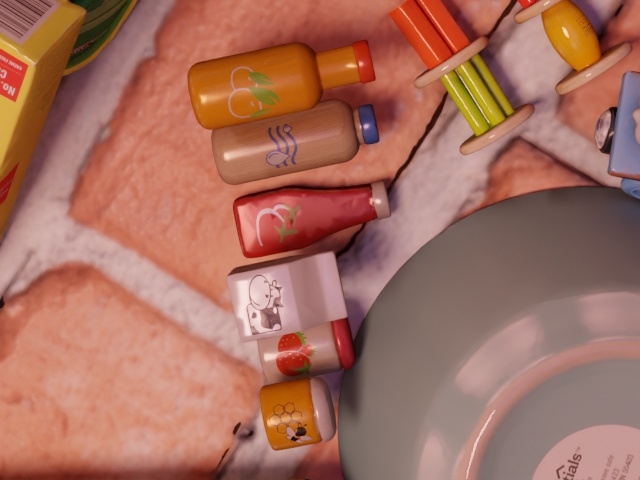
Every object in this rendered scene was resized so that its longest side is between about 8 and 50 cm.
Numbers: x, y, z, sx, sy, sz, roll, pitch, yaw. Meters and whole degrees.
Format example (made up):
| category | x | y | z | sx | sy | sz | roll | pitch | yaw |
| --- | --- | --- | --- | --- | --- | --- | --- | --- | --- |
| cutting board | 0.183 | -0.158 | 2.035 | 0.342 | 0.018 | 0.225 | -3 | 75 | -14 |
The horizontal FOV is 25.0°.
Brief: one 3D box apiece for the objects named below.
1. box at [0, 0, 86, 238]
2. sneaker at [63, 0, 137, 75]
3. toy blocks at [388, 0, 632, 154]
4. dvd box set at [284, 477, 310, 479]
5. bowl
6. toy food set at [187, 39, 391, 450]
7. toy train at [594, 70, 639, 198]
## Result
| category | x | y | z | sx | sy | sz | roll | pitch | yaw |
| --- | --- | --- | --- | --- | --- | --- | --- | --- | --- |
| box | -0.210 | -0.060 | 0.822 | 0.087 | 0.058 | 0.232 | 32 | 136 | -3 |
| sneaker | -0.110 | -0.225 | 0.828 | 0.109 | 0.123 | 0.295 | 27 | 97 | -1 |
| toy blocks | 0.097 | -0.144 | 0.865 | 0.123 | 0.054 | 0.148 | -32 | 95 | 5 |
| dvd box set | -0.206 | 0.303 | 0.906 | 0.420 | 0.062 | 0.307 | -1 | 107 | 2 |
| bowl | 0.165 | 0.129 | 0.844 | 0.311 | 0.163 | 0.311 | 0 | 97 | 1 |
| toy food set | 0.000 | 0.000 | 0.858 | 0.104 | 0.111 | 0.232 | -12 | 94 | 4 |
| toy train | 0.255 | -0.054 | 0.839 | 0.184 | 0.105 | 0.080 | 12 | 79 | 0 |
